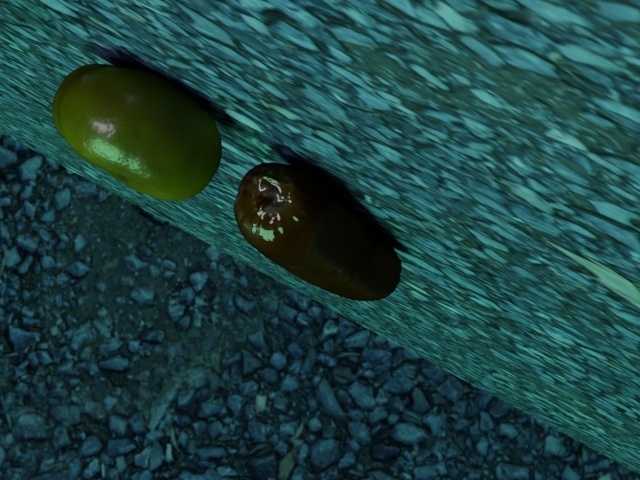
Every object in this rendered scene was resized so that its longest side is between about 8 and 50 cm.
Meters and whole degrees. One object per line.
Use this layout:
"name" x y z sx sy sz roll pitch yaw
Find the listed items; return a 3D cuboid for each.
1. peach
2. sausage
"peach" -0.173 -0.105 1.648 0.179 0.103 0.179 32 175 3
"sausage" 0.000 0.000 1.770 0.097 0.094 0.348 31 176 23
